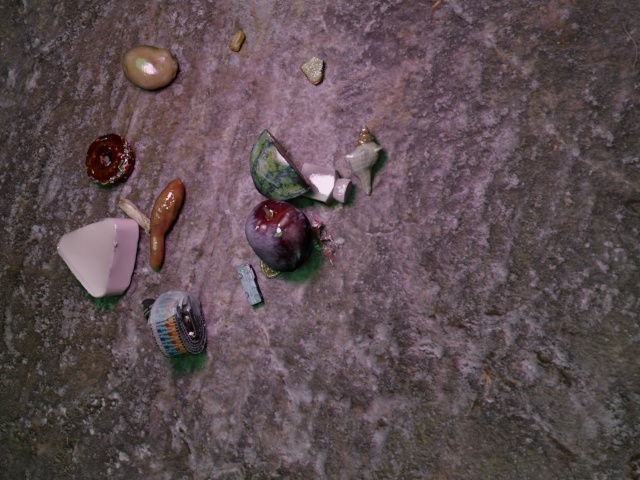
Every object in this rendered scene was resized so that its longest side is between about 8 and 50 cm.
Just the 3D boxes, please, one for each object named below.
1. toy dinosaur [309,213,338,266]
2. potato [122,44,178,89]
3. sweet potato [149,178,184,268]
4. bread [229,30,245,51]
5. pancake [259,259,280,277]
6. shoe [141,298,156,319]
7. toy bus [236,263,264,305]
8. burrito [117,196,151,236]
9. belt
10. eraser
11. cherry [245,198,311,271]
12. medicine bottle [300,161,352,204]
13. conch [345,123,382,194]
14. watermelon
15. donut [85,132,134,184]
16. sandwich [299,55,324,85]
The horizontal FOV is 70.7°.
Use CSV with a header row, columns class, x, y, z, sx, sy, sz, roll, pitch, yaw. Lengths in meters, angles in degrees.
class,x,y,z,sx,sy,sz,roll,pitch,yaw
toy dinosaur,0.000,0.000,1.700,0.108,0.032,0.220,-23,88,8
potato,-0.728,-0.741,1.928,0.234,0.160,0.178,-10,120,1
sweet potato,-0.650,-0.076,1.854,0.109,0.109,0.386,19,90,17
bread,-0.347,-0.835,1.892,0.049,0.033,0.088,21,86,31
pancake,-0.191,0.092,1.750,0.107,0.017,0.108,-1,83,11
shoe,-0.679,0.307,1.846,0.071,0.049,0.179,-44,74,6
toy bus,-0.273,0.170,1.749,0.065,0.047,0.166,-22,80,7
burrito,-0.784,-0.112,1.917,0.058,0.063,0.229,-45,76,-3
belt,-0.539,0.316,1.724,0.149,0.207,0.258,-13,97,13
eraser,-0.936,0.045,1.888,0.330,0.150,0.332,1,92,19
cherry,-0.150,-0.021,1.623,0.254,0.297,0.218,16,47,31
medicine bottle,0.017,-0.205,1.688,0.188,0.088,0.132,17,88,17
conch,0.147,-0.304,1.655,0.137,0.114,0.234,24,96,30
watermelon,-0.161,-0.269,1.664,0.180,0.224,0.305,-11,45,-26
donut,-0.909,-0.348,1.965,0.234,0.089,0.235,-2,82,16
sandwich,-0.020,-0.669,1.779,0.093,0.035,0.105,-32,77,9
